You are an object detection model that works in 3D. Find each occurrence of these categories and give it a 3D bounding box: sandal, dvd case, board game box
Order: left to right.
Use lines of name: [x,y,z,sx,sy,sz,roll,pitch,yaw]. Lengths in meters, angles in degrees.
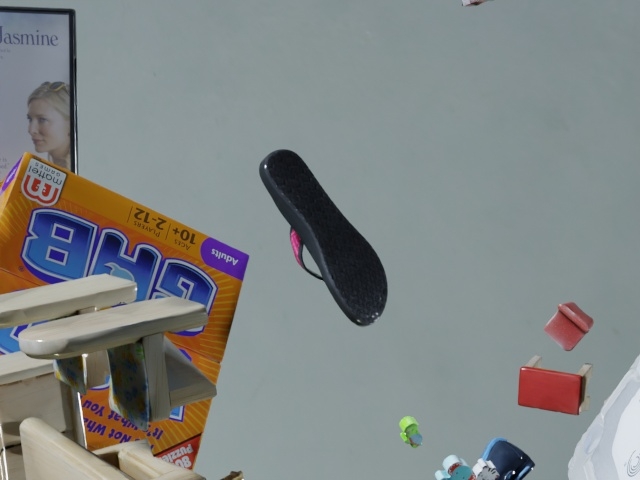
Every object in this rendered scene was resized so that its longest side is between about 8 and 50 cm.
dvd case: [-0.431,-0.201,1.740,0.180,0.022,0.253,2,105,0]
board game box: [-0.371,0.158,1.781,0.356,0.356,0.356,26,58,-21]
sandal: [0.000,0.000,1.115,0.040,0.067,0.179,-42,77,43]

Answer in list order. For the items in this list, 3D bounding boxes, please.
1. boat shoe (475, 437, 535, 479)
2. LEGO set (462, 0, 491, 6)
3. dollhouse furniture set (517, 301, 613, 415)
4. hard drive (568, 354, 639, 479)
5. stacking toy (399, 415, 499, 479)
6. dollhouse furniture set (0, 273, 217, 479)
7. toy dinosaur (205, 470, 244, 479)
boat shoe: [0.238,0.422,1.848,0.089,0.109,0.258,27,86,8]
LEGO set: [0.205,-0.339,1.085,0.255,0.192,0.331,-22,97,-50]
dollhouse furniture set: [0.481,0.189,1.872,0.374,0.152,0.201,6,99,25]
hard drive: [0.309,0.116,0.937,0.064,0.237,0.339,25,113,-8]
stacking toy: [0.207,0.335,1.693,0.052,0.167,0.221,-45,125,6]
dollhouse furniture set: [-0.277,0.228,1.100,0.256,0.394,0.362,-12,104,-31]
toy dinosaur: [-0.139,0.339,1.615,0.092,0.183,0.053,-12,107,4]
